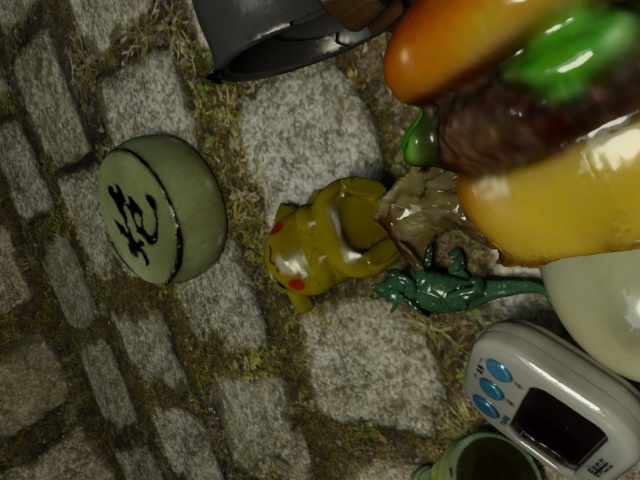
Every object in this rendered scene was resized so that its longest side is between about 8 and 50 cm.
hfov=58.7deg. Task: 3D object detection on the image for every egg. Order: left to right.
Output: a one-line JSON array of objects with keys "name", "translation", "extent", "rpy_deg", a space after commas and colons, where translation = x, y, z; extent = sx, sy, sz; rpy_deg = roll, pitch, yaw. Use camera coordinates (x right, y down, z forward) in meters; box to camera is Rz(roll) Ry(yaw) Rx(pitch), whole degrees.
[{"name": "egg", "translation": [0.369, 0.032, 0.647], "extent": [0.264, 0.174, 0.286], "rpy_deg": [-20, 91, 42]}]

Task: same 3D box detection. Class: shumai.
[{"name": "shumai", "translation": [0.163, -0.051, 0.761], "extent": [0.166, 0.176, 0.206], "rpy_deg": [63, 176, -33]}]

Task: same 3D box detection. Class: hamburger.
[{"name": "hamburger", "translation": [0.258, -0.190, 0.494], "extent": [0.396, 0.396, 0.277], "rpy_deg": [-25, 102, 46]}]

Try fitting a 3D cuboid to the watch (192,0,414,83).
[{"name": "watch", "translation": [-0.030, -0.336, 0.730], "extent": [0.327, 0.335, 0.314], "rpy_deg": [-16, 98, 36]}]

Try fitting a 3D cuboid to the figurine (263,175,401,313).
[{"name": "figurine", "translation": [0.005, -0.002, 0.978], "extent": [0.327, 0.169, 0.218], "rpy_deg": [-24, 76, 44]}]

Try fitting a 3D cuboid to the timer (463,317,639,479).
[{"name": "timer", "translation": [0.320, 0.225, 0.795], "extent": [0.237, 0.087, 0.262], "rpy_deg": [33, 155, 26]}]

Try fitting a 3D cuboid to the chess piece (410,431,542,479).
[{"name": "chess piece", "translation": [0.247, 0.459, 0.999], "extent": [0.176, 0.176, 0.298], "rpy_deg": [44, 146, 19]}]

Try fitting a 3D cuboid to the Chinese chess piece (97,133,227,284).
[{"name": "Chinese chess piece", "translation": [-0.372, -0.067, 1.310], "extent": [0.349, 0.146, 0.349], "rpy_deg": [20, 121, 36]}]

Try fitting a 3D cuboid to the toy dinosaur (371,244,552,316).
[{"name": "toy dinosaur", "translation": [0.203, 0.062, 0.880], "extent": [0.292, 0.079, 0.120], "rpy_deg": [-18, 113, 42]}]
